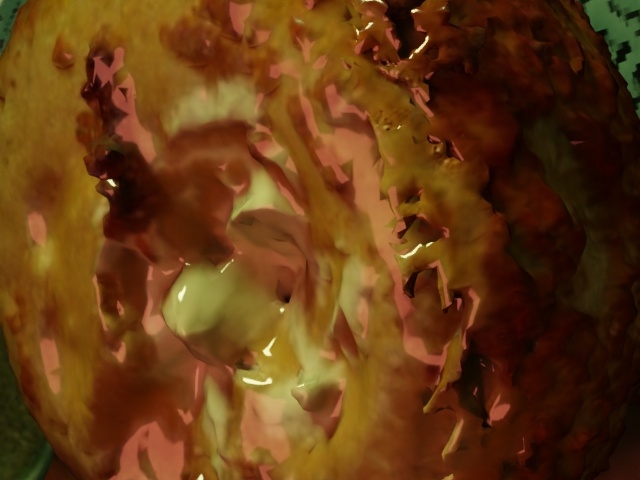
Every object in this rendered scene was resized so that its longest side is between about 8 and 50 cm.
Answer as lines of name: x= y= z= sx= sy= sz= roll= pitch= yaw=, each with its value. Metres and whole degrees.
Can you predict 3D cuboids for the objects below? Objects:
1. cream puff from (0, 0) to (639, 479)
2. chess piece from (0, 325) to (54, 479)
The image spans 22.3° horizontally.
cream puff: x=0.000 y=0.001 z=0.506 sx=0.240 sy=0.164 sz=0.240 roll=13 pitch=114 yaw=31
chess piece: x=-0.230 y=0.122 z=0.844 sx=0.139 sy=0.139 sz=0.271 roll=65 pitch=150 yaw=13
